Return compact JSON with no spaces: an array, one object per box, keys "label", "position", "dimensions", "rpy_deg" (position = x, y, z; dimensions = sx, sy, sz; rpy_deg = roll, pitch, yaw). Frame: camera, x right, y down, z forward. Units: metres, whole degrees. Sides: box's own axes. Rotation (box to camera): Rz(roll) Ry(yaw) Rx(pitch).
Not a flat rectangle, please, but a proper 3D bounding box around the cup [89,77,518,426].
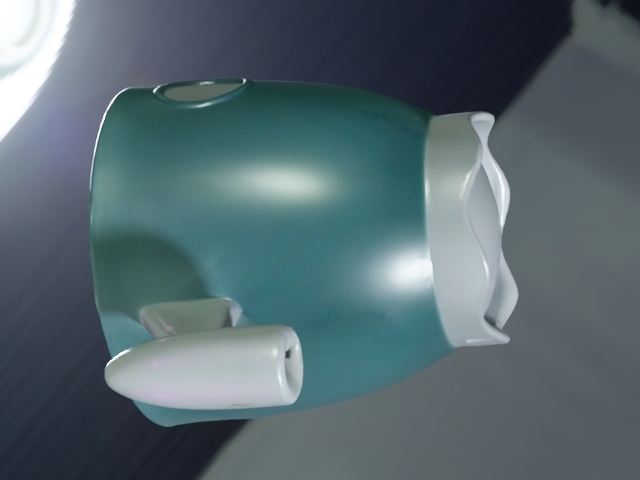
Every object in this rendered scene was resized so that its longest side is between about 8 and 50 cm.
[{"label":"cup","position":[0.000,0.000,0.721],"dimensions":[0.300,0.173,0.167],"rpy_deg":[-62,143,-65]}]
